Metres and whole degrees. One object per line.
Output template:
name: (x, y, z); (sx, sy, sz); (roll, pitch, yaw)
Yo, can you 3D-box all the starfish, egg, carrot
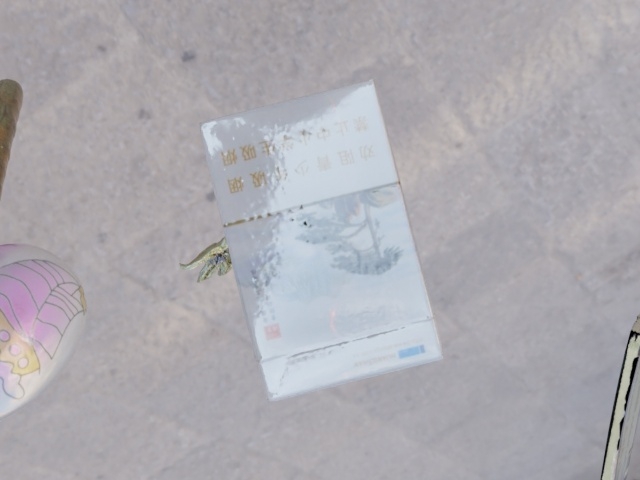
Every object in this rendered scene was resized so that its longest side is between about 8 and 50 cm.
starfish: (-0.163, 0.022, 1.766); (0.216, 0.050, 0.223); (-9, 165, -32)
egg: (-0.418, 0.122, 1.272); (0.196, 0.271, 0.196); (9, 122, 15)
carrot: (-0.583, -0.171, 1.764); (0.070, 0.342, 0.070); (-4, 138, -3)

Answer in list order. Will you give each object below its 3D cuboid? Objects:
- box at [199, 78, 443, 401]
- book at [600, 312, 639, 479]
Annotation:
box: (0.000, 0.001, 0.804); (0.149, 0.233, 0.067); (-14, 179, 2)
book: (0.363, 0.201, 1.168); (0.157, 0.026, 0.231); (-14, 115, -64)
